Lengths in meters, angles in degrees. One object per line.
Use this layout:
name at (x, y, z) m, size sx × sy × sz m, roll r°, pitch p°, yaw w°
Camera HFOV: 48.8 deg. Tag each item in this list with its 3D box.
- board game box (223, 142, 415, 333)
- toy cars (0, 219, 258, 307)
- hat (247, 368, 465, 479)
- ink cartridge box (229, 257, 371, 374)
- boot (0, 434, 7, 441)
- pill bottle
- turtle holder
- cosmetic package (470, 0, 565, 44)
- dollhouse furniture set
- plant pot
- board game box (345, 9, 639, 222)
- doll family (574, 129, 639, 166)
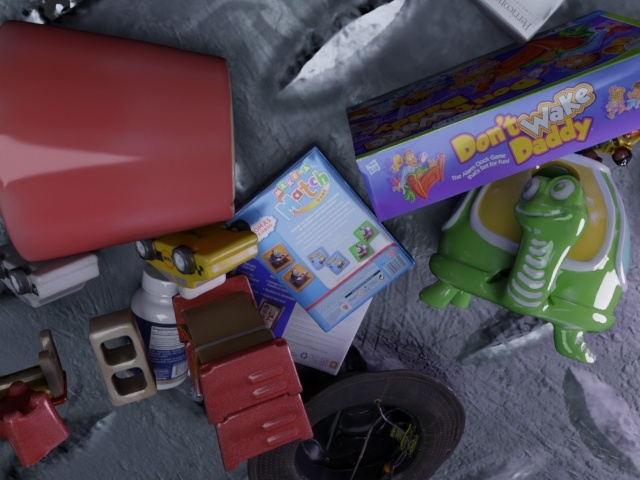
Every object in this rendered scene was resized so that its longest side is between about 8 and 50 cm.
board game box at (0.000, 0.000, 0.950) m, size 0.160 × 0.039 × 0.211 m, roll -39°, pitch 107°, yaw 10°
toy cars at (-0.258, 0.037, 0.909) m, size 0.393 × 0.176 × 0.087 m, roll -7°, pitch 111°, yaw 9°
hat at (0.042, 0.278, 1.064) m, size 0.331 × 0.134 × 0.331 m, roll -10°, pitch 125°, yaw -14°
ink cartridge box at (-0.031, 0.073, 1.019) m, size 0.206 × 0.045 × 0.208 m, roll 21°, pitch 109°, yaw -10°
boot at (-0.535, 0.275, 1.110) m, size 0.106 × 0.037 × 0.114 m, roll -5°, pitch 118°, yaw 4°
pill bottle at (-0.227, 0.119, 1.010) m, size 0.094 × 0.094 × 0.170 m, roll 10°, pitch 111°, yaw -5°
turtle holder at (0.250, -0.001, 0.865) m, size 0.320 × 0.243 × 0.228 m, roll 17°, pitch 94°, yaw -47°
cosmetic package at (0.272, -0.351, 0.807) m, size 0.117 × 0.085 × 0.231 m, roll 40°, pitch 106°, yaw -1°
dollhouse furniture set at (-0.224, 0.192, 0.873) m, size 0.373 × 0.201 × 0.152 m, roll -17°, pitch 118°, yaw -13°
plant pot at (-0.228, -0.116, 0.835) m, size 0.243 × 0.275 × 0.275 m, roll -3°, pitch 114°, yaw -11°
board game box at (0.208, -0.155, 0.822) m, size 0.347 × 0.233 × 0.078 m, roll -20°, pitch 113°, yaw 7°
doll family at (0.403, -0.149, 0.896) m, size 0.193 × 0.076 × 0.111 m, roll -18°, pitch 94°, yaw 37°
